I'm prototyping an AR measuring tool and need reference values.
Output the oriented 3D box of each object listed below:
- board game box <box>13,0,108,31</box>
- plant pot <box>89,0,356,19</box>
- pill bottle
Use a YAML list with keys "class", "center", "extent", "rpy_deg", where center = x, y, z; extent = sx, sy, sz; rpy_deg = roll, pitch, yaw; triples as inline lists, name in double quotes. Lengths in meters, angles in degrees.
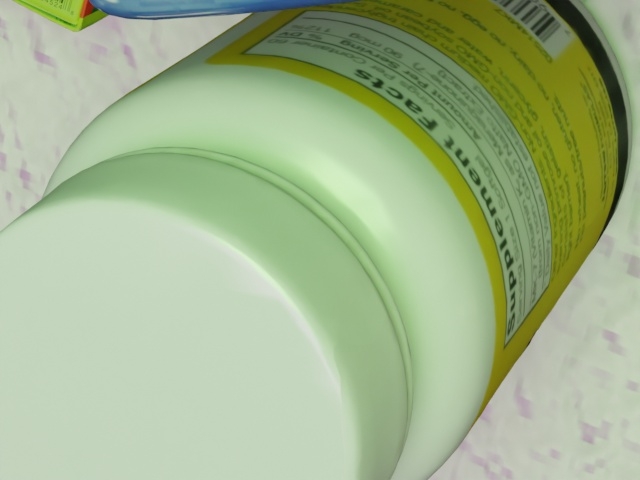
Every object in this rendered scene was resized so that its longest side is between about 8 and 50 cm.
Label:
- class: "board game box"
  center: [-0.130, -0.145, 0.584]
  extent: [0.181, 0.043, 0.092]
  rpy_deg: [26, 118, 11]
- class: "plant pot"
  center: [0.068, -0.193, 0.377]
  extent: [0.236, 0.212, 0.236]
  rpy_deg: [-4, 110, 27]
- class: "pill bottle"
  center: [0.000, 0.000, 0.493]
  extent: [0.119, 0.208, 0.119]
  rpy_deg: [9, 115, 20]
